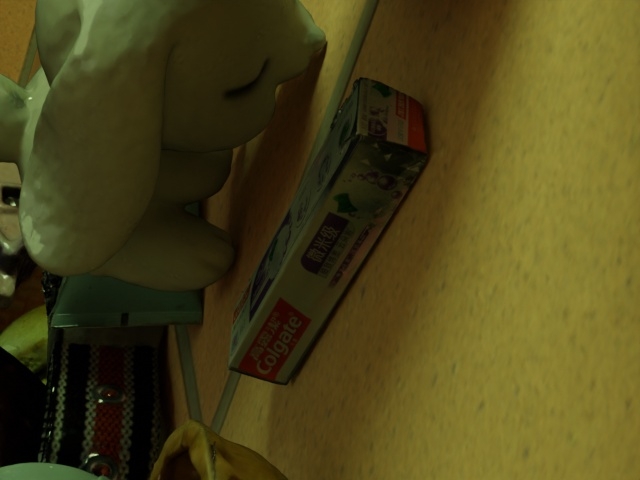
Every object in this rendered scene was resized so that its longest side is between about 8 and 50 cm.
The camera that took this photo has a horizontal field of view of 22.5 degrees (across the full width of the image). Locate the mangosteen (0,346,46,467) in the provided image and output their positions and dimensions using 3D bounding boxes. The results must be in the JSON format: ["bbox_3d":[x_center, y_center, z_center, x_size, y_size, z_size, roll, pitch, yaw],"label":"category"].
[{"bbox_3d":[-0.382,0.258,1.335,0.435,0.382,0.382,103,170,-46],"label":"mangosteen"}]

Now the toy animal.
[{"bbox_3d":[-0.115,-0.118,1.048,0.265,0.206,0.271,128,154,-62],"label":"toy animal"}]

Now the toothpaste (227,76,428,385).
[{"bbox_3d":[0.000,0.000,0.852,0.047,0.040,0.196,-86,19,-45],"label":"toothpaste"}]

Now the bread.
[{"bbox_3d":[-0.246,0.104,1.467,0.103,0.110,0.156,-116,44,-74],"label":"bread"}]

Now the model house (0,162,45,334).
[{"bbox_3d":[-0.307,0.016,1.608,0.237,0.202,0.237,-48,38,44],"label":"model house"}]

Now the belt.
[{"bbox_3d":[-0.169,0.081,1.251,0.359,0.094,0.126,-97,27,-49],"label":"belt"}]

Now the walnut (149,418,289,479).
[{"bbox_3d":[-0.036,0.175,0.736,0.211,0.087,0.167,-98,21,-57],"label":"walnut"}]

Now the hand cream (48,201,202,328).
[{"bbox_3d":[-0.134,-0.042,1.267,0.070,0.111,0.312,87,-175,-45],"label":"hand cream"}]

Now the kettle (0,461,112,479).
[{"bbox_3d":[-0.159,0.237,0.949,0.210,0.160,0.243,-43,15,9],"label":"kettle"}]
